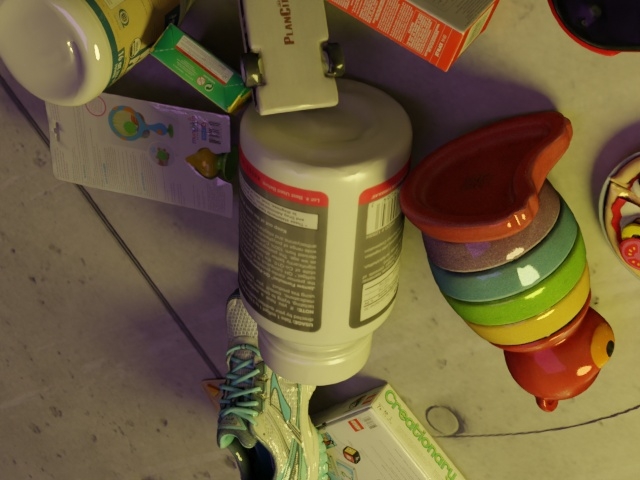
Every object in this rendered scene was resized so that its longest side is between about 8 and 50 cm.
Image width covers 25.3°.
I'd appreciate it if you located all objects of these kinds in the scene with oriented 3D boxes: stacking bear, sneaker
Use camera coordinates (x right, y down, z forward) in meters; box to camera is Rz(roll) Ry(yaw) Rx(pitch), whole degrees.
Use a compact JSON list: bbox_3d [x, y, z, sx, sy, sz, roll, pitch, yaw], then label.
[{"bbox_3d":[0.207,0.042,1.435,0.164,0.175,0.289,-5,127,36],"label":"stacking bear"},{"bbox_3d":[-0.071,0.197,1.733,0.110,0.122,0.283,-10,96,44],"label":"sneaker"}]

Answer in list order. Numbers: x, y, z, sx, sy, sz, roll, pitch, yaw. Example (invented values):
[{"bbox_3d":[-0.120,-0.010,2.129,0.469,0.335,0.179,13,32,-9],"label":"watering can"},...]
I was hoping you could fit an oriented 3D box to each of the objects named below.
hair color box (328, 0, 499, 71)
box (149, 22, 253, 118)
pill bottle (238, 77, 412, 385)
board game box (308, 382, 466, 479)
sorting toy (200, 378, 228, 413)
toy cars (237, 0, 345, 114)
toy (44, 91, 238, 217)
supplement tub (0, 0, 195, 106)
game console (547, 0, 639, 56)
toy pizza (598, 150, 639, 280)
[{"bbox_3d":[0.075,-0.238,1.342,0.167,0.093,0.053,34,136,9],"label":"hair color box"},{"bbox_3d":[-0.112,-0.173,1.505,0.105,0.179,0.043,38,92,3],"label":"box"},{"bbox_3d":[0.000,0.000,1.524,0.176,0.176,0.318,21,133,20],"label":"pill bottle"},{"bbox_3d":[0.103,0.332,1.805,0.193,0.053,0.305,-28,105,45],"label":"board game box"},{"bbox_3d":[-0.121,0.220,1.904,0.062,0.012,0.083,-11,116,40],"label":"sorting toy"},{"bbox_3d":[-0.117,-0.281,1.408,0.394,0.176,0.087,42,168,-3],"label":"toy cars"},{"bbox_3d":[-0.203,-0.116,1.664,0.237,0.056,0.137,15,127,19],"label":"toy"},{"bbox_3d":[-0.228,-0.243,1.473,0.144,0.199,0.144,20,133,23],"label":"supplement tub"},{"bbox_3d":[0.348,-0.308,1.113,0.386,0.060,0.342,5,115,31],"label":"game console"},{"bbox_3d":[0.358,-0.005,1.361,0.201,0.032,0.201,20,138,20],"label":"toy pizza"}]
